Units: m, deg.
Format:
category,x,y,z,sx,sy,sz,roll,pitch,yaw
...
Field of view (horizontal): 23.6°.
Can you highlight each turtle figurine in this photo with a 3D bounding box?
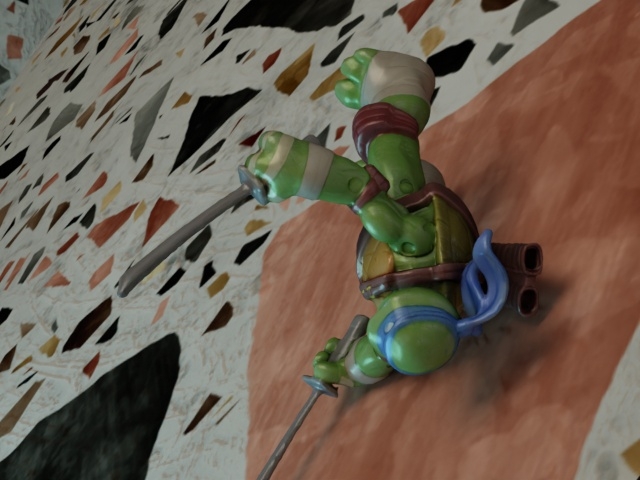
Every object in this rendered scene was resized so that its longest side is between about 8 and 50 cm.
category,x,y,z,sx,sy,sz,roll,pitch,yaw
turtle figurine,0.000,0.000,1.013,0.274,0.198,0.266,-33,24,26

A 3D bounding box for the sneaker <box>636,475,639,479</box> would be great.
category,x,y,z,sx,sy,sz,roll,pitch,yaw
sneaker,0.080,0.162,0.531,0.106,0.162,0.281,56,134,50
